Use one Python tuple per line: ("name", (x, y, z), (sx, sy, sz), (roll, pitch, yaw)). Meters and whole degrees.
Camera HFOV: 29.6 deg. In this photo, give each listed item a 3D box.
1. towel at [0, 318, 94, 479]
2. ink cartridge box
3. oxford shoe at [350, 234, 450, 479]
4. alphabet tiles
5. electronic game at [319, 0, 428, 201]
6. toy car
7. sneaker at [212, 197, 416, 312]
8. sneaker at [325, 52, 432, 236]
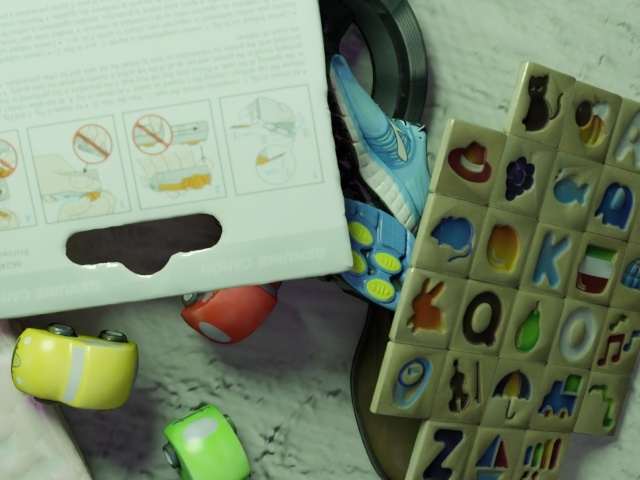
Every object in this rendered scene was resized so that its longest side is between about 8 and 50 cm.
("towel", (-0.344, 0.223, 0.958), (0.331, 0.053, 0.317), (-25, 102, -5))
("ink cartridge box", (-0.149, -0.151, 0.891), (0.308, 0.091, 0.385), (-8, 102, 6))
("oxford shoe", (0.072, 0.102, 0.992), (0.082, 0.096, 0.227), (-3, 100, -11))
("alphabet tiles", (0.176, 0.041, 0.982), (0.285, 0.011, 0.343), (11, 97, -37))
("electronic game", (-0.024, -0.126, 0.966), (0.229, 0.048, 0.229), (-3, 106, -12))
("toy car", (-0.101, 0.130, 0.968), (0.239, 0.053, 0.225), (-26, 111, -21))
("sneaker", (0.000, 0.000, 0.939), (0.188, 0.078, 0.067), (25, 72, -1))
("sneaker", (0.043, -0.080, 0.948), (0.073, 0.063, 0.162), (-41, 115, -20))
